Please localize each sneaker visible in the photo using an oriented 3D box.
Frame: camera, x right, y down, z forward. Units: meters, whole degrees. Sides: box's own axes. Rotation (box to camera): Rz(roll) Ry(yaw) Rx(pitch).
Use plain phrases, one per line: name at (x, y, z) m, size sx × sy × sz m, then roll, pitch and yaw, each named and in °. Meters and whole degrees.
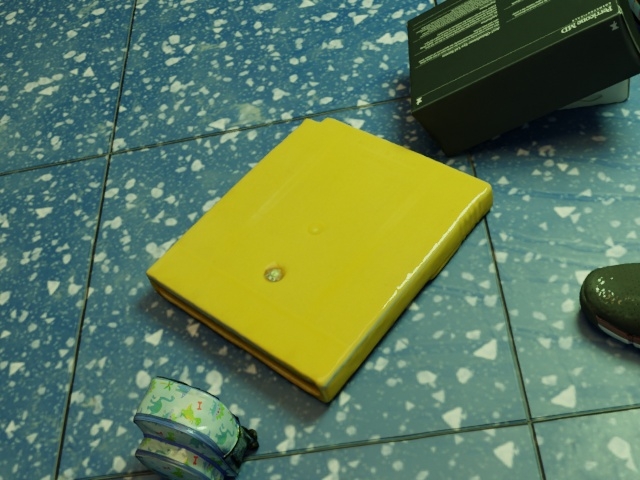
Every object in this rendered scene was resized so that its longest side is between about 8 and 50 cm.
sneaker at (0.390, 0.038, 0.764) m, size 0.282 × 0.162 × 0.106 m, roll 11°, pitch 56°, yaw 22°

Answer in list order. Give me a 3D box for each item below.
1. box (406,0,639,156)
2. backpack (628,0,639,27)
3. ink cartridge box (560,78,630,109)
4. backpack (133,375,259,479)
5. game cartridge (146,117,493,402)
box at (0.243, -0.242, 1.013) m, size 0.261 × 0.103 × 0.184 m, roll -22°, pitch 43°, yaw 29°
backpack at (0.464, -0.341, 1.065) m, size 0.117 × 0.158 × 0.173 m, roll -7°, pitch 38°, yaw -1°
ink cartridge box at (0.341, -0.242, 1.072) m, size 0.099 × 0.056 × 0.135 m, roll -7°, pitch 51°, yaw 10°
backpack at (-0.131, 0.193, 0.811) m, size 0.105 × 0.114 × 0.084 m, roll 11°, pitch 55°, yaw 22°
game cartridge at (0.000, 0.000, 0.980) m, size 0.285 × 0.052 × 0.323 m, roll 28°, pitch 61°, yaw 32°
